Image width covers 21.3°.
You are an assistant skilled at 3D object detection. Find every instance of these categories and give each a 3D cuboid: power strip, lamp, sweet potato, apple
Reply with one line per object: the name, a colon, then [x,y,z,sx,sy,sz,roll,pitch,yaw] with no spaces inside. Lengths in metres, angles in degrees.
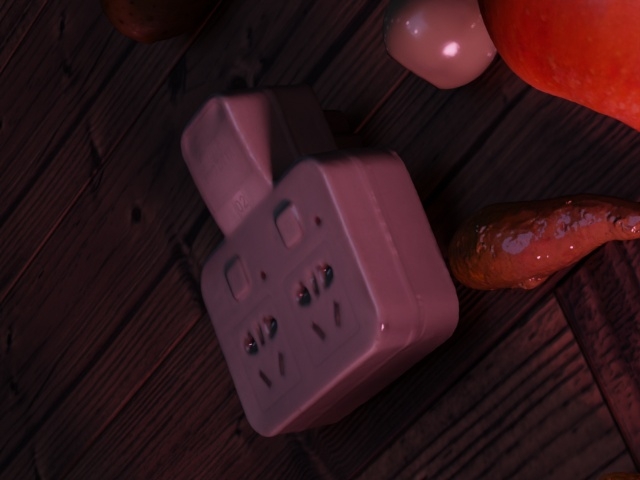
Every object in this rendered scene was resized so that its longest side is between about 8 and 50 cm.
power strip: [0.000,0.000,1.384,0.229,0.141,0.261,-44,61,49]
lamp: [0.117,-0.194,1.297,0.163,0.091,0.091,-54,43,10]
sweet potato: [0.155,-0.001,1.216,0.226,0.068,0.068,-17,70,49]
apple: [0.224,-0.187,1.025,0.242,0.242,0.241,43,122,47]

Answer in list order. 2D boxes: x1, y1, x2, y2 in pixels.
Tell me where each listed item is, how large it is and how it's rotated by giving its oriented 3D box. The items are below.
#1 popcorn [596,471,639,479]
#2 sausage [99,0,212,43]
popcorn: [0.186,0.193,1.126,0.084,0.084,0.084,-14,72,51]
sausage: [-0.073,-0.398,1.546,0.136,0.123,0.500,-91,26,-64]
